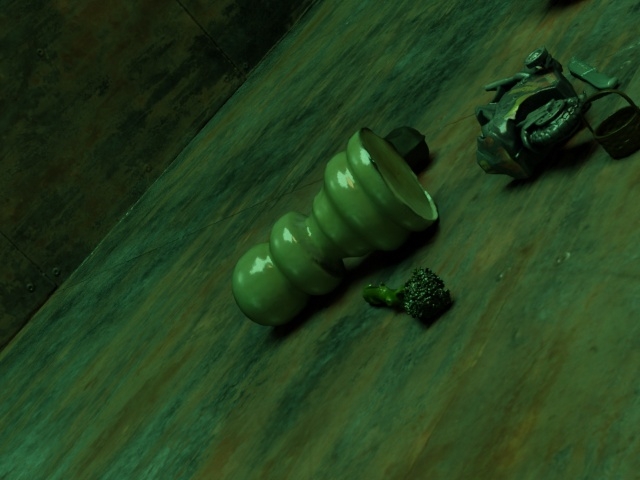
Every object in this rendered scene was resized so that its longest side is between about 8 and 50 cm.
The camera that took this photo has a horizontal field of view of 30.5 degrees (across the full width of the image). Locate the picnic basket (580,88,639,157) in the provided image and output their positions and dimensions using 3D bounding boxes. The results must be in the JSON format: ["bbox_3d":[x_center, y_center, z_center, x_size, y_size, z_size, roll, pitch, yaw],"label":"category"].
[{"bbox_3d":[0.369,-0.154,1.479,0.072,0.083,0.072,-37,18,14],"label":"picnic basket"}]

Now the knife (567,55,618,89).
[{"bbox_3d":[0.403,-0.249,1.760,0.028,0.015,0.210,-45,16,9],"label":"knife"}]

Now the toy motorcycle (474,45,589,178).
[{"bbox_3d":[0.290,-0.176,1.675,0.173,0.108,0.307,-42,14,16],"label":"toy motorcycle"}]

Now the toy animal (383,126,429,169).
[{"bbox_3d":[0.082,-0.116,1.943,0.146,0.114,0.245,-18,29,53],"label":"toy animal"}]

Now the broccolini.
[{"bbox_3d":[0.099,0.065,1.562,0.067,0.058,0.216,-48,18,-12],"label":"broccolini"}]

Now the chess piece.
[{"bbox_3d":[0.000,0.000,1.774,0.330,0.182,0.182,-40,16,19],"label":"chess piece"}]
